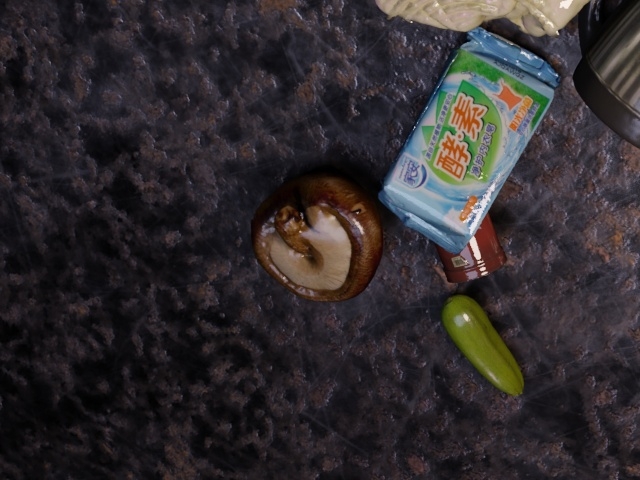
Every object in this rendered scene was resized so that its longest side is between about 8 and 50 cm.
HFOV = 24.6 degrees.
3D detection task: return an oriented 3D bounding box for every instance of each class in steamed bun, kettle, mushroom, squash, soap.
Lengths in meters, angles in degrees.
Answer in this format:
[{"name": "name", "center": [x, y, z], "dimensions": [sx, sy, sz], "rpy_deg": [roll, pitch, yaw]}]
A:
[{"name": "steamed bun", "center": [0.221, -0.393, 1.833], "dimensions": [0.320, 0.206, 0.275], "rpy_deg": [8, 138, 18]}, {"name": "kettle", "center": [0.467, -0.269, 1.835], "dimensions": [0.207, 0.250, 0.271], "rpy_deg": [17, 124, -25]}, {"name": "mushroom", "center": [0.006, -0.010, 2.219], "dimensions": [0.231, 0.138, 0.194], "rpy_deg": [-14, 128, 42]}, {"name": "squash", "center": [0.251, 0.163, 2.258], "dimensions": [0.066, 0.066, 0.201], "rpy_deg": [-24, 115, 33]}, {"name": "soap", "center": [0.200, -0.138, 2.008], "dimensions": [0.156, 0.077, 0.293], "rpy_deg": [28, 90, -1]}]

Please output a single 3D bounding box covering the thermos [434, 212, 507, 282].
[{"name": "thermos", "center": [0.185, -0.060, 2.109], "dimensions": [0.099, 0.124, 0.232], "rpy_deg": [-13, 107, 33]}]
